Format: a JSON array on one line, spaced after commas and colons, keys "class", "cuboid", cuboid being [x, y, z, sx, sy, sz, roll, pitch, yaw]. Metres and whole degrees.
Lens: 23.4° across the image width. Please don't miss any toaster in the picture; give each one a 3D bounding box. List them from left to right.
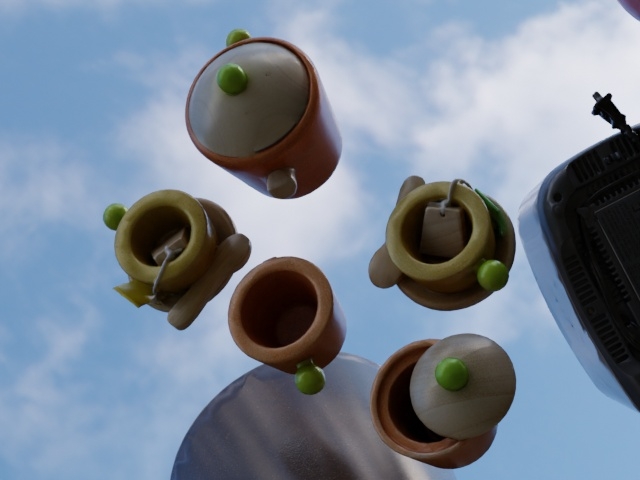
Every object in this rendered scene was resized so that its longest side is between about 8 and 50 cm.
[{"class": "toaster", "cuboid": [0.215, 0.016, 1.052, 0.129, 0.146, 0.227, -28, -92, -5]}]

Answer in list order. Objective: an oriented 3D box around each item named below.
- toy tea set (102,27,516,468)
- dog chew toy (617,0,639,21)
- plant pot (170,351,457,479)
[{"class": "toy tea set", "cuboid": [0.000, 0.000, 0.979, 0.200, 0.336, 0.124, -54, -30, -7]}, {"class": "dog chew toy", "cuboid": [0.300, -0.220, 0.959, 0.206, 0.332, 0.207, 6, -103, -28]}, {"class": "plant pot", "cuboid": [0.027, 0.223, 1.104, 0.215, 0.230, 0.215, -8, -67, -20]}]
